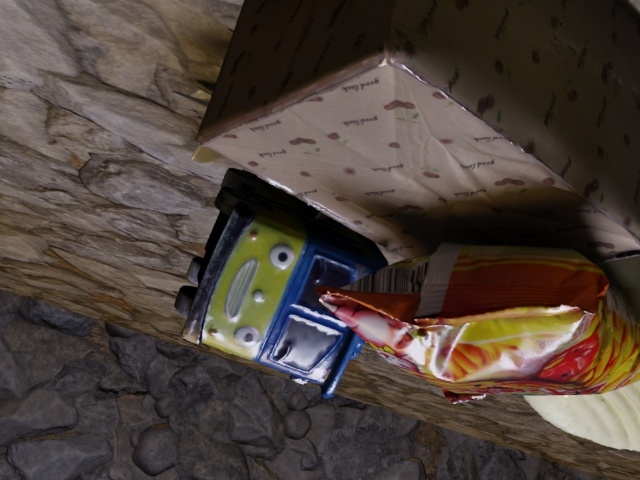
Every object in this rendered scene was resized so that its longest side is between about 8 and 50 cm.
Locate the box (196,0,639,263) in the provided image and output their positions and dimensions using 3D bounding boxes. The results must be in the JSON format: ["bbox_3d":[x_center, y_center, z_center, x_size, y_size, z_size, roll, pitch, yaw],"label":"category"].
[{"bbox_3d":[0.099,-0.110,0.615,0.297,0.190,0.225,26,157,-32],"label":"box"}]

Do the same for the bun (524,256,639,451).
[{"bbox_3d":[0.376,0.070,0.841,0.353,0.227,0.349,-20,137,24],"label":"bun"}]

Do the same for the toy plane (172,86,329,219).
[{"bbox_3d":[-0.027,-0.101,0.834,0.255,0.101,0.251,13,-155,-48],"label":"toy plane"}]

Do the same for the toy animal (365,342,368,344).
[{"bbox_3d":[0.003,-0.014,1.021,0.197,0.160,0.272,20,-161,-36],"label":"toy animal"}]

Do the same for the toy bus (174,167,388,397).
[{"bbox_3d":[-0.042,0.028,0.804,0.175,0.138,0.287,23,-171,-8],"label":"toy bus"}]

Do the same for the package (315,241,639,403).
[{"bbox_3d":[0.157,0.071,0.642,0.224,0.108,0.288,-5,160,30],"label":"package"}]
